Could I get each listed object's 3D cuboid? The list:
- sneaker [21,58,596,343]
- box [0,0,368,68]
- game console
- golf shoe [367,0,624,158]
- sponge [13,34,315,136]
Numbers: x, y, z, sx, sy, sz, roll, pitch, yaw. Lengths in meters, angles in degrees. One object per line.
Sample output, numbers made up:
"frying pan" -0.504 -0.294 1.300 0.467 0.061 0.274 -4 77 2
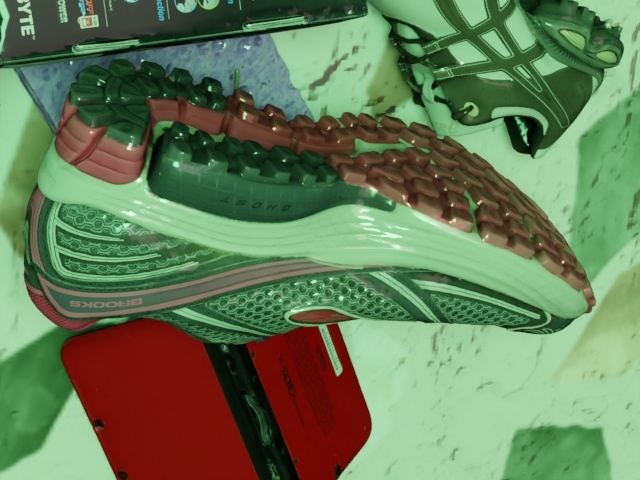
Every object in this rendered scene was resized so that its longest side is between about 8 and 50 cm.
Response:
"sneaker" 0.000 0.000 0.790 0.299 0.121 0.112 13 117 -27
"box" -0.078 -0.195 0.718 0.175 0.051 0.220 -11 99 -21
"game console" -0.051 0.081 0.881 0.124 0.085 0.144 -46 128 -41
"golf shoe" 0.068 -0.102 0.837 0.198 0.077 0.094 21 98 -29
"sponge" -0.081 -0.082 0.797 0.117 0.031 0.210 -35 118 -12
